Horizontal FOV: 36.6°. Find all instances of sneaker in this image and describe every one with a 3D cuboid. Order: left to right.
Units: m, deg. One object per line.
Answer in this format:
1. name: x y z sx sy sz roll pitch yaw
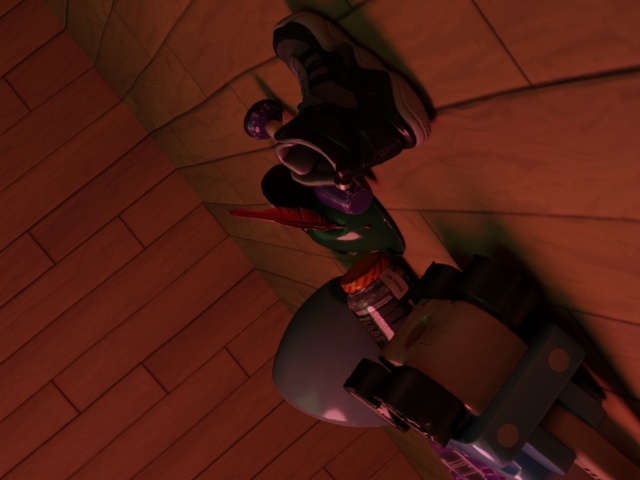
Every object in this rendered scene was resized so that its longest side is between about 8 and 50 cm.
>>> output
1. sneaker: -0.021 -0.046 1.757 0.234 0.084 0.097 43 169 33
2. sneaker: -0.009 -0.159 1.116 0.268 0.153 0.101 42 167 37

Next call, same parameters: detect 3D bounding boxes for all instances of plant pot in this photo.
1. plant pot: 0.065 0.178 1.789 0.290 0.290 0.196 38 128 48

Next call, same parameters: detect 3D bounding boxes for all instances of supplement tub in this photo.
1. supplement tub: 0.124 0.118 1.631 0.190 0.117 0.117 53 169 -14

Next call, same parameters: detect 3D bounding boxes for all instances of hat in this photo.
1. hat: 0.000 0.000 1.549 0.208 0.183 0.173 46 169 20

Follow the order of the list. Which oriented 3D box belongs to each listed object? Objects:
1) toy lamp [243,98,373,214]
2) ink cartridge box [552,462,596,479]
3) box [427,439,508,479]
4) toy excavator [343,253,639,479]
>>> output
1. toy lamp: -0.019 -0.128 1.484 0.274 0.080 0.080 41 166 38
2. ink cartridge box: 0.354 0.416 1.334 0.158 0.092 0.218 -18 -72 -65
3. box: 0.277 0.315 1.518 0.153 0.108 0.207 -13 127 31
4. toy excavator: 0.300 0.235 1.192 0.445 0.222 0.433 38 170 -8
